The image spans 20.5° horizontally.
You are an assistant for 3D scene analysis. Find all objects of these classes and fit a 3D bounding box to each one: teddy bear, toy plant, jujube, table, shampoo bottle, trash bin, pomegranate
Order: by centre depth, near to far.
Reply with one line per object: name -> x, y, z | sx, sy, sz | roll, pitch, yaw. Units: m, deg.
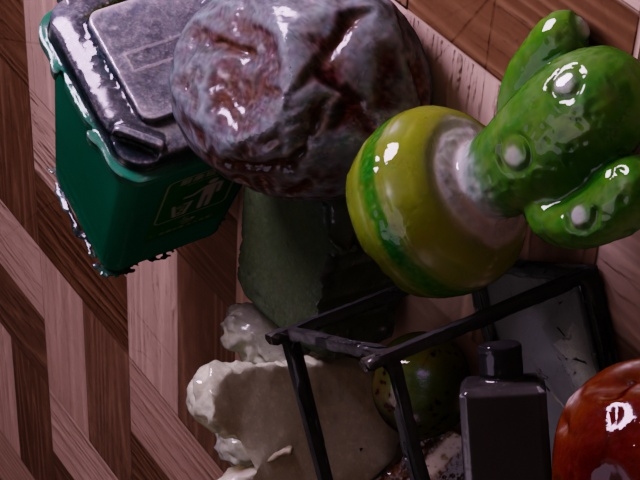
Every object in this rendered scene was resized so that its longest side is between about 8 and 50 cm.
jujube -> 0.323, 0.256, 1.536 | 0.223, 0.223, 0.318 | -4, 109, 62
shampoo bottle -> 0.170, 0.213, 1.599 | 0.080, 0.079, 0.246 | -54, -40, -82
toy plant -> 0.184, -0.077, 1.628 | 0.316, 0.184, 0.224 | -26, 63, 43
table -> 0.144, 0.217, 1.770 | 0.222, 0.272, 0.335 | 7, 114, 61
jujube -> -0.015, -0.162, 1.881 | 0.308, 0.215, 0.246 | 30, 102, 50
pomegranate -> 0.116, 0.164, 1.956 | 0.130, 0.130, 0.130 | 41, 141, 44
teddy bear -> -0.090, 0.241, 2.183 | 0.362, 0.375, 0.327 | -8, 92, 49
trash bin -> -0.221, -0.153, 2.227 | 0.295, 0.259, 0.381 | 60, 154, 19

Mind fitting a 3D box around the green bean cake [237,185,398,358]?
green bean cake -> 0.000, 0.000, 2.060 | 0.222, 0.125, 0.227 | 41, 139, 48

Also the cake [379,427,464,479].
cake -> 0.132, 0.309, 2.111 | 0.112, 0.135, 0.246 | 47, 118, 17
